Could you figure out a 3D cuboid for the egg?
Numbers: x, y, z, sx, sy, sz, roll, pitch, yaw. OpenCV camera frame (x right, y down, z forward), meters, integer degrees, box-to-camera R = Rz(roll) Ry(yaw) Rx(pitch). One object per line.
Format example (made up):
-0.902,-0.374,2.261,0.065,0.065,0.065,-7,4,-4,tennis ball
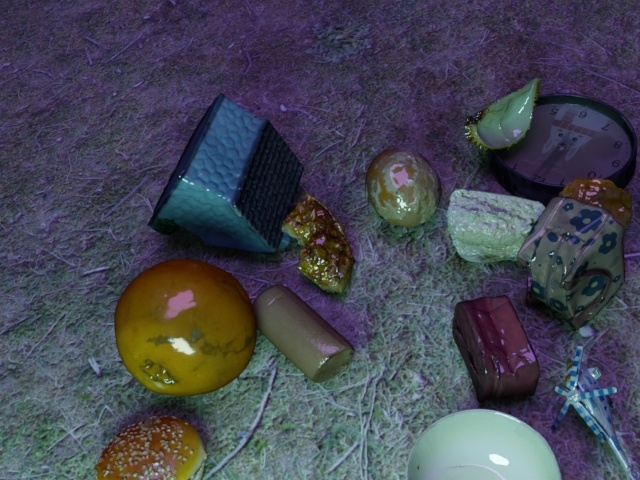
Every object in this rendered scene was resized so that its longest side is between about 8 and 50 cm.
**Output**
0.205,-0.136,1.921,0.195,0.195,0.233,-23,47,-10,egg

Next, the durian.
0.468,-0.329,1.977,0.252,0.139,0.144,-23,44,-8,durian

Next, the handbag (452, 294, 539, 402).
0.362,0.226,1.601,0.135,0.146,0.225,-9,47,-4,handbag

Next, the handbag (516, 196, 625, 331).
0.541,0.053,1.661,0.190,0.251,0.193,27,68,37,handbag

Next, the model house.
-0.207,-0.142,1.984,0.339,0.297,0.360,27,51,-14,model house

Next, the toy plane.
0.554,0.348,1.472,0.107,0.182,0.273,-4,40,-38,toy plane

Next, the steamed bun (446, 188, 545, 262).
0.418,-0.027,1.796,0.226,0.200,0.170,8,87,17,steamed bun

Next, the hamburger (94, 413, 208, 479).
-0.334,0.454,1.527,0.237,0.147,0.236,-5,45,5,hamburger

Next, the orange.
-0.289,0.188,1.654,0.312,0.312,0.312,-5,48,6,orange

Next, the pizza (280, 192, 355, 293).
0.000,0.000,1.879,0.161,0.085,0.305,-1,54,-28,pizza

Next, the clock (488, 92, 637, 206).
0.638,-0.247,2.013,0.386,0.076,0.386,-5,48,6,clock

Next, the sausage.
-0.040,0.213,1.702,0.123,0.123,0.253,-36,51,-20,sausage

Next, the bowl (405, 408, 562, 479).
0.298,0.465,1.401,0.277,0.145,0.277,-5,47,5,bowl

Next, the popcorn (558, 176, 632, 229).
0.648,-0.066,1.807,0.180,0.180,0.170,-7,34,5,popcorn
